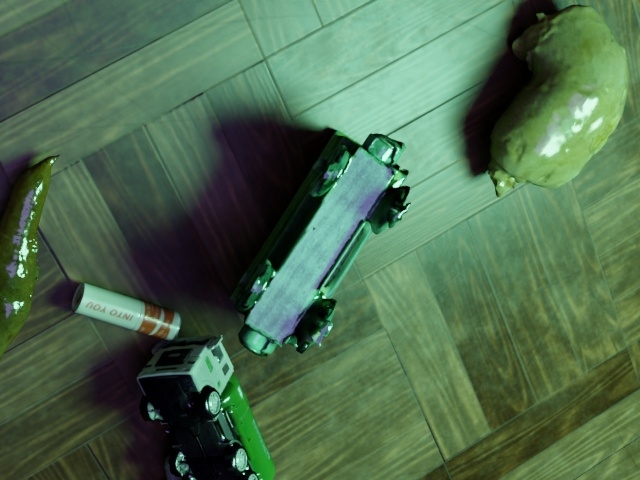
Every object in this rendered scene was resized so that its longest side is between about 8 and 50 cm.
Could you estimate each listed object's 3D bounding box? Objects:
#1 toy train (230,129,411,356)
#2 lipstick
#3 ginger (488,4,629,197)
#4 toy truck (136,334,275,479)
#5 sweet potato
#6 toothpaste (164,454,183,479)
[{"bbox_3d":[0.000,0.000,1.417,0.120,0.202,0.301,32,94,-5],"label":"toy train"},{"bbox_3d":[-0.236,0.088,1.437,0.130,0.038,0.038,20,100,-27],"label":"lipstick"},{"bbox_3d":[0.308,-0.169,1.525,0.138,0.152,0.267,12,100,-56],"label":"ginger"},{"bbox_3d":[-0.134,0.233,1.489,0.101,0.125,0.242,-7,120,26],"label":"toy truck"},{"bbox_3d":[-0.353,0.027,1.353,0.067,0.067,0.274,13,101,-26],"label":"sweet potato"},{"bbox_3d":[-0.165,0.415,1.580,0.075,0.048,0.301,-22,118,-27],"label":"toothpaste"}]
